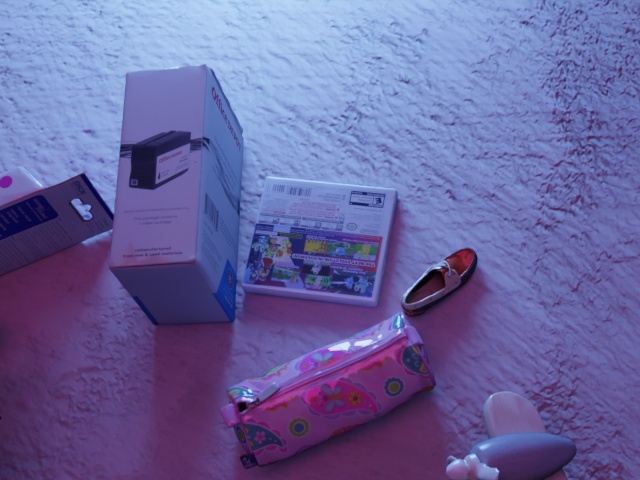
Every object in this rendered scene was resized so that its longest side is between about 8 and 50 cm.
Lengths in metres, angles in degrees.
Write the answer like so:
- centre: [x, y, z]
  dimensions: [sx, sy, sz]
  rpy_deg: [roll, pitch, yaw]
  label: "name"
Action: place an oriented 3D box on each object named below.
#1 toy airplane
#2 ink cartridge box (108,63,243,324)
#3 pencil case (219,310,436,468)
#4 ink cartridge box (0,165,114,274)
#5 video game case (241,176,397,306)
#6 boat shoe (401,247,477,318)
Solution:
- centre: [0.277, 0.412, 1.514]
  dimensions: [0.386, 0.272, 0.384]
  rpy_deg: [28, 73, 21]
  label: "toy airplane"
- centre: [-0.198, -0.061, 1.846]
  dimensions: [0.129, 0.223, 0.307]
  rpy_deg: [-3, 65, 10]
  label: "ink cartridge box"
- centre: [0.010, 0.201, 1.746]
  dimensions: [0.284, 0.124, 0.124]
  rpy_deg: [-23, 64, -1]
  label: "pencil case"
- centre: [-0.495, -0.009, 1.904]
  dimensions: [0.371, 0.176, 0.069]
  rpy_deg: [-20, 63, 1]
  label: "ink cartridge box"
- centre: [0.000, 0.000, 1.893]
  dimensions: [0.201, 0.023, 0.183]
  rpy_deg: [6, 67, 12]
  label: "video game case"
- centre: [0.168, 0.055, 1.825]
  dimensions: [0.137, 0.043, 0.049]
  rpy_deg: [-40, 63, -10]
  label: "boat shoe"
